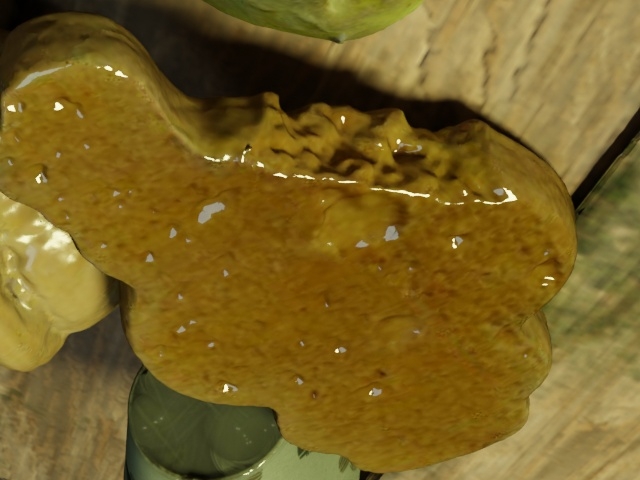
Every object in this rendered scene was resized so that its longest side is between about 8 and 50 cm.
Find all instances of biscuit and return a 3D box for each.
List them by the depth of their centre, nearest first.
[{"bbox_3d":[-0.009,0.002,0.772,0.320,0.047,0.183,27,127,-37],"label":"biscuit"}]

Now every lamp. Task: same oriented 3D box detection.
[{"bbox_3d":[-0.038,0.122,0.975,0.121,0.121,0.214,15,157,13],"label":"lamp"}]

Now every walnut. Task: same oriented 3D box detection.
[{"bbox_3d":[-0.151,-0.018,0.819,0.166,0.149,0.166,-8,136,-8],"label":"walnut"}]

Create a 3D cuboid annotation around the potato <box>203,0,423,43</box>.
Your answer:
[{"bbox_3d":[-0.053,-0.143,0.607,0.225,0.090,0.117,33,154,-3],"label":"potato"}]
